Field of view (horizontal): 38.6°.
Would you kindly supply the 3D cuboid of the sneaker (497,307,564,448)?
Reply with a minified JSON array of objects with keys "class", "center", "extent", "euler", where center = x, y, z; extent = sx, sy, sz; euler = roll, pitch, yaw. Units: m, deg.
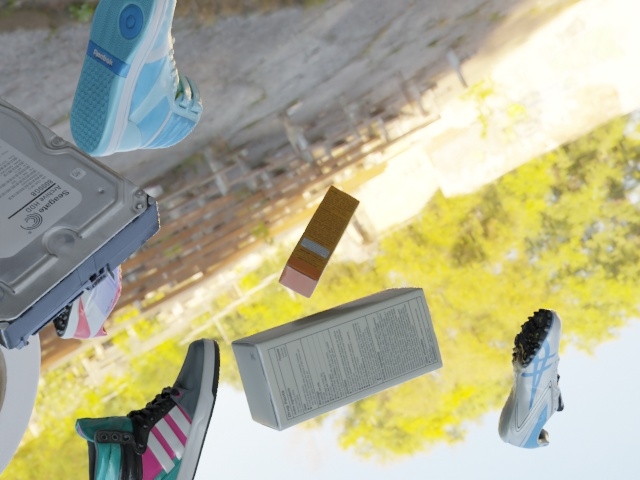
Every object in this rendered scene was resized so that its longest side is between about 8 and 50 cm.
[{"class":"sneaker","center":[0.319,0.201,1.330],"extent":[0.086,0.237,0.085],"euler":[5,-152,-2]}]

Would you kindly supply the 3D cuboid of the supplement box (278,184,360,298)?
[{"class":"supplement box","center":[0.000,0.000,1.855],"extent":[0.233,0.080,0.078],"euler":[-63,180,-35]}]

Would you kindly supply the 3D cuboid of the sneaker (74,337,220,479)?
[{"class":"sneaker","center":[-0.262,0.267,1.336],"extent":[0.124,0.178,0.295],"euler":[145,-38,-64]}]

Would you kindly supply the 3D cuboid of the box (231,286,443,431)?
[{"class":"box","center":[0.029,0.186,1.489],"extent":[0.311,0.148,0.121],"euler":[-15,-177,-25]}]

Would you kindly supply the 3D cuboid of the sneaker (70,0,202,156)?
[{"class":"sneaker","center":[-0.257,-0.280,1.443],"extent":[0.208,0.127,0.319],"euler":[-6,132,-50]}]

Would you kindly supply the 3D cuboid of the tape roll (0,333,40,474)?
[{"class":"tape roll","center":[-0.582,0.240,1.420],"extent":[0.072,0.392,0.392],"euler":[9,-164,18]}]

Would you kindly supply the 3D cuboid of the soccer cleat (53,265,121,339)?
[{"class":"soccer cleat","center":[-0.466,0.068,1.934],"extent":[0.116,0.318,0.108],"euler":[10,-160,-35]}]

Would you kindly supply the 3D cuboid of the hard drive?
[{"class":"hard drive","center":[-0.389,-0.045,1.061],"extent":[0.237,0.339,0.064],"euler":[-45,157,-31]}]
